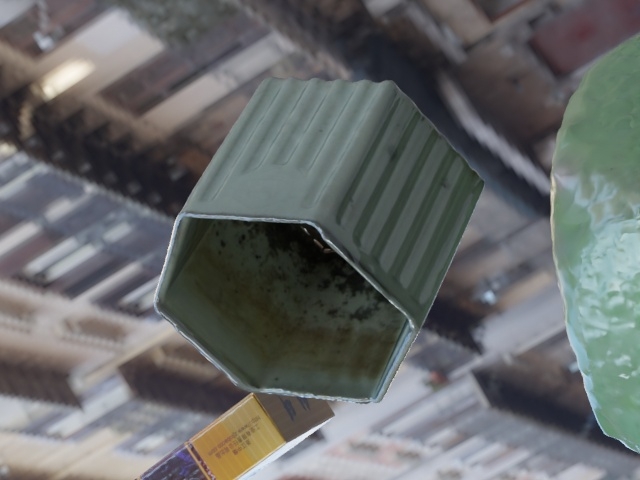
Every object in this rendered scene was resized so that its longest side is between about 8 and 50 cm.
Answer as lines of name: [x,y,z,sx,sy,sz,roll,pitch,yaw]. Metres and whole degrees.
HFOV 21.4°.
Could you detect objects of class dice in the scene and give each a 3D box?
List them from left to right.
dice: [0.385,0.003,1.415,0.318,0.322,0.330,-66,-36,-49]

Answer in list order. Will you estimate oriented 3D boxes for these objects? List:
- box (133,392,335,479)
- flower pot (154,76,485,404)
box: [-0.113,0.232,1.748,0.070,0.237,0.152,53,-162,7]
flower pot: [0.000,0.000,1.406,0.189,0.239,0.209,-64,-35,-41]
